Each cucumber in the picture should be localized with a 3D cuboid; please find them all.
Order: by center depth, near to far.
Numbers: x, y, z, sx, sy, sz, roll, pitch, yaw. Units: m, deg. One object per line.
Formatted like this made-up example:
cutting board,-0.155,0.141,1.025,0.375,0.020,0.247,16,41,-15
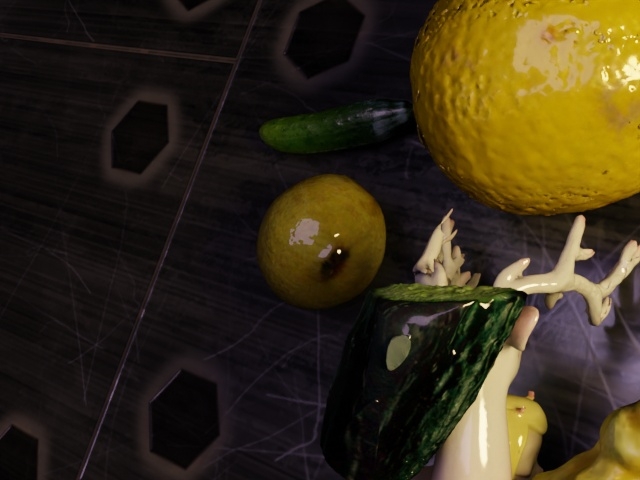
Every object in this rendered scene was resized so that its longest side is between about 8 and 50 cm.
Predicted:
cucumber,0.063,0.102,0.676,0.115,0.086,0.193,30,110,20
cucumber,0.024,-0.140,1.077,0.250,0.056,0.056,-6,70,35

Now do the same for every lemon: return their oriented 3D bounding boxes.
lemon,0.230,-0.152,0.819,0.310,0.258,0.258,-1,72,33

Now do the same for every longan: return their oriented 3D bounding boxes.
longan,0.000,0.000,1.000,0.155,0.176,0.145,-28,100,-2

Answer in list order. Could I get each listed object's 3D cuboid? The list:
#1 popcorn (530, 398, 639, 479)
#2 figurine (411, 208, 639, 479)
popcorn,0.271,0.241,0.651,0.256,0.195,0.255,-6,57,43
figurine,0.149,0.120,0.811,0.206,0.284,0.315,17,107,27
